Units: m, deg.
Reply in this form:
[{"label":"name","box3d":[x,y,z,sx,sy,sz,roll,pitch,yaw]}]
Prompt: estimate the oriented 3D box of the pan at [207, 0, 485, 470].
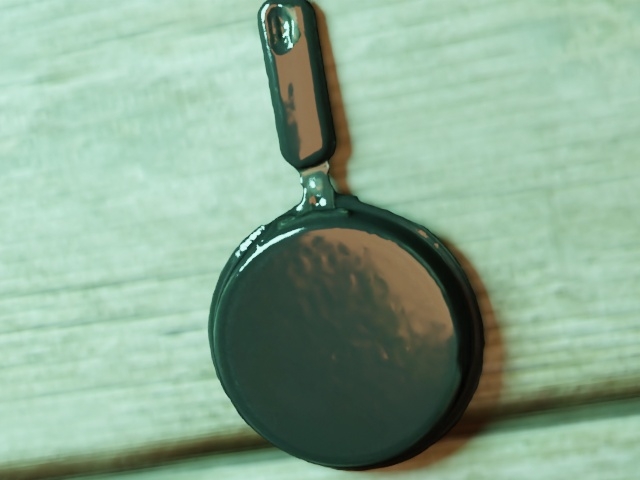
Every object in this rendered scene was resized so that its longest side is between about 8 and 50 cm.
[{"label":"pan","box3d":[0.000,0.000,0.834,0.136,0.028,0.235,-9,98,14]}]
